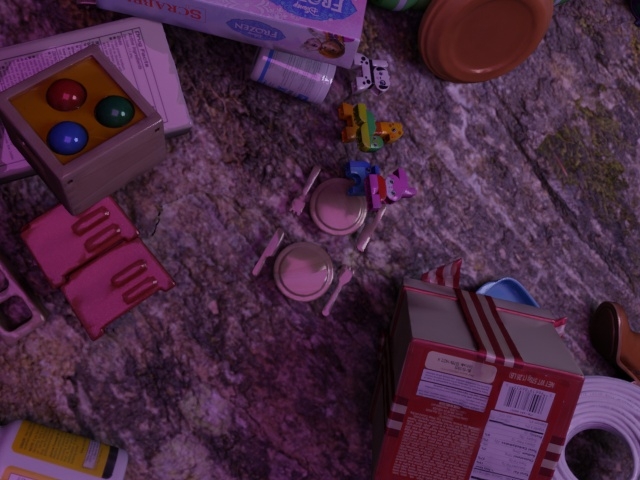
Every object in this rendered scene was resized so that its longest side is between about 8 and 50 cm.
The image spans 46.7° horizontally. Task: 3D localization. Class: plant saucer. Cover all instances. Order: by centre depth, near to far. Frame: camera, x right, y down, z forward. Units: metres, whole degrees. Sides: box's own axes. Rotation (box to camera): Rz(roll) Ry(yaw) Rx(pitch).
[{"bbox_3d":[0.238,-0.298,1.051,0.199,0.200,0.037,-5,52,-14],"label":"plant saucer"}]

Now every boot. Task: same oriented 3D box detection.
[{"bbox_3d":[0.531,0.170,1.217,0.152,0.073,0.197,-17,111,-11],"label":"boot"}]

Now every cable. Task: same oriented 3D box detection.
[{"bbox_3d":[0.423,0.334,1.123,0.257,0.089,0.257,17,68,25],"label":"cable"}]

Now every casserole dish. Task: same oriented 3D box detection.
[{"bbox_3d":[0.300,0.142,1.173,0.114,0.037,0.188,-41,102,-7],"label":"casserole dish"}]

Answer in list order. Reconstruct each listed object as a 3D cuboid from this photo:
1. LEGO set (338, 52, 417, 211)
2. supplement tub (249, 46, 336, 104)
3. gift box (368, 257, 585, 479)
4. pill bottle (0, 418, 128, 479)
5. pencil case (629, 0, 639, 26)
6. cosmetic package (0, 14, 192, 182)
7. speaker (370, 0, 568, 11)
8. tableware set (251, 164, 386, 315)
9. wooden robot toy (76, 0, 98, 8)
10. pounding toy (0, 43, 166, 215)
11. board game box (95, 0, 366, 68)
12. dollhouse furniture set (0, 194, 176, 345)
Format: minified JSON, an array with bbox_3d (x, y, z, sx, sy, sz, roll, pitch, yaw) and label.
[{"bbox_3d":[0.087,-0.145,1.063,0.093,0.087,0.227,-1,77,-21],"label":"LEGO set"},{"bbox_3d":[-0.039,-0.239,1.035,0.107,0.071,0.071,20,90,-14],"label":"supplement tub"},{"bbox_3d":[0.211,0.188,1.019,0.255,0.258,0.277,17,105,-1],"label":"gift box"},{"bbox_3d":[-0.372,0.305,0.975,0.208,0.119,0.119,22,89,-15],"label":"pill bottle"},{"bbox_3d":[0.560,-0.408,1.175,0.070,0.064,0.152,43,84,2],"label":"pencil case"},{"bbox_3d":[-0.327,-0.171,0.939,0.296,0.129,0.153,-16,97,-12],"label":"cosmetic package"},{"bbox_3d":[0.218,-0.393,1.058,0.296,0.131,0.131,-5,96,-14],"label":"speaker"},{"bbox_3d":[0.000,0.000,1.085,0.128,0.039,0.194,30,81,-3],"label":"tableware set"},{"bbox_3d":[-0.297,-0.392,0.953,0.076,0.079,0.174,15,91,-15],"label":"wooden robot toy"},{"bbox_3d":[-0.306,-0.121,0.800,0.206,0.094,0.181,-37,74,-23],"label":"pounding toy"},{"bbox_3d":[-0.085,-0.398,0.930,0.318,0.066,0.318,12,69,-6],"label":"board game box"},{"bbox_3d":[-0.382,0.085,0.910,0.374,0.201,0.152,-34,102,-10],"label":"dollhouse furniture set"}]
